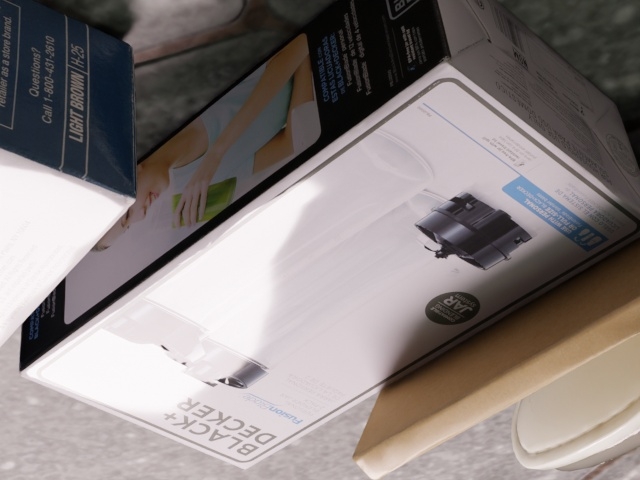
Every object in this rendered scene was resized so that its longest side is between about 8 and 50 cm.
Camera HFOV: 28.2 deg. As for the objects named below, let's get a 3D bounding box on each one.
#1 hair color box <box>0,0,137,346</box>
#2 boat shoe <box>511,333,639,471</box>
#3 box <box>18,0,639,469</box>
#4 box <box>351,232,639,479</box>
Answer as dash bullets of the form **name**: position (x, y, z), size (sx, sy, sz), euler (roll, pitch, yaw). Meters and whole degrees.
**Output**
- **hair color box**: position (-0.267, -0.064, 0.519), size (0.347, 0.105, 0.174), euler (22, 132, -32)
- **boat shoe**: position (0.227, 0.046, 0.732), size (0.091, 0.109, 0.305), euler (21, 129, -24)
- **box**: position (0.000, 0.000, 0.655), size (0.290, 0.087, 0.169), euler (-33, 134, 28)
- **box**: position (0.114, 0.034, 0.668), size (0.201, 0.164, 0.021), euler (-34, 102, 29)
